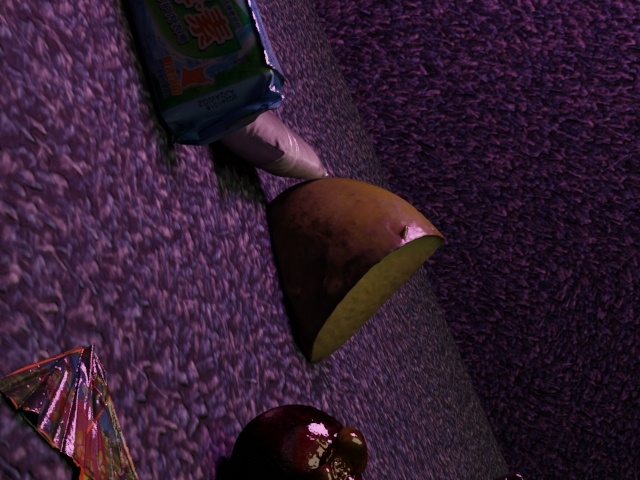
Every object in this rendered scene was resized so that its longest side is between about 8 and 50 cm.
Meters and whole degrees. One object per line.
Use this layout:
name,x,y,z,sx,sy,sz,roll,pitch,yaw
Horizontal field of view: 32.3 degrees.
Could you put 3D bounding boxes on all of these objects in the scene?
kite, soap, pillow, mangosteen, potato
kite,-0.174,0.156,0.857,0.183,0.014,0.241,-95,162,-51
soap,-0.146,-0.264,1.351,0.077,0.156,0.293,29,41,-76
pillow,-0.078,-0.141,1.580,0.144,0.078,0.254,35,3,14
mangosteen,-0.017,0.237,1.119,0.152,0.152,0.152,-20,90,-79
potato,0.000,0.000,1.644,0.255,0.269,0.112,44,-4,33

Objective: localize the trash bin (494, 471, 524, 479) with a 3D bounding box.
trash bin,0.165,0.442,1.334,0.217,0.262,0.277,-64,133,-75
